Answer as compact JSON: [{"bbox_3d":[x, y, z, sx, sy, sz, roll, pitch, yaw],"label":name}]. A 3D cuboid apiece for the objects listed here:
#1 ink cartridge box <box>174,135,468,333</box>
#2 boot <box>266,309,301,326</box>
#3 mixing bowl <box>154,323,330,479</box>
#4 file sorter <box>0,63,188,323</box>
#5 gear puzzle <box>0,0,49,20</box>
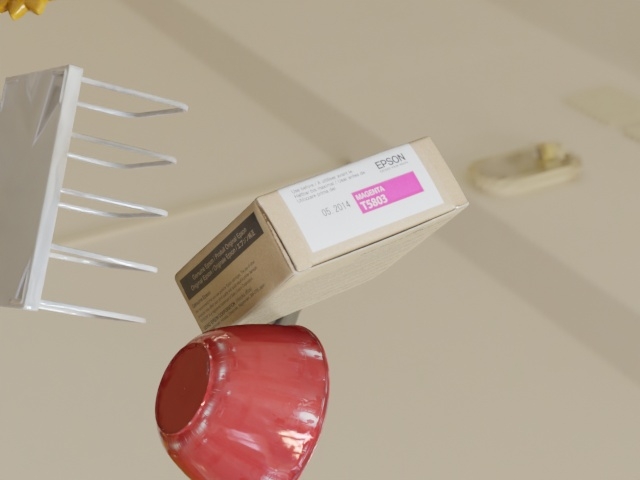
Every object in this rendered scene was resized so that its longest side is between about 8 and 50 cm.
[{"bbox_3d":[0.000,0.000,1.626,0.193,0.234,0.088,-41,-107,51],"label":"ink cartridge box"},{"bbox_3d":[-0.056,0.132,1.847,0.082,0.219,0.106,-14,-66,44],"label":"boot"},{"bbox_3d":[-0.084,0.147,1.470,0.181,0.098,0.181,-33,-136,40],"label":"mixing bowl"},{"bbox_3d":[-0.285,-0.045,1.930,0.193,0.173,0.278,1,-101,58],"label":"file sorter"},{"bbox_3d":[-0.384,-0.274,1.593,0.339,0.175,0.044,19,-24,30],"label":"gear puzzle"}]
